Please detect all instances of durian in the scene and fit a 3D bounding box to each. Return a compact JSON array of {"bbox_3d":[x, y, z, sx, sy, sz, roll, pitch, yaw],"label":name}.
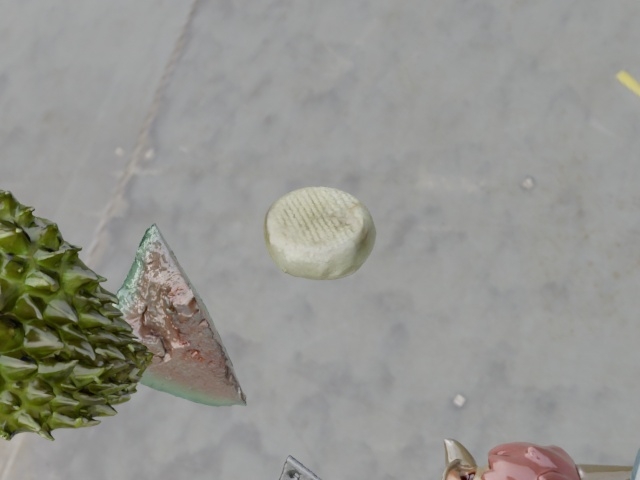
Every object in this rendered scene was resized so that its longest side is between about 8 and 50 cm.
[{"bbox_3d":[-0.279,0.022,0.805,0.157,0.355,0.169,-58,8,-15],"label":"durian"}]

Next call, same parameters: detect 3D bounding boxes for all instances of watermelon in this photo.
[{"bbox_3d":[-0.115,0.083,0.963,0.101,0.155,0.080,-41,43,-6],"label":"watermelon"}]

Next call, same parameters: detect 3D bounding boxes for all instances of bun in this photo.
[{"bbox_3d":[0.000,0.000,0.904,0.086,0.055,0.086,-2,42,2],"label":"bun"}]

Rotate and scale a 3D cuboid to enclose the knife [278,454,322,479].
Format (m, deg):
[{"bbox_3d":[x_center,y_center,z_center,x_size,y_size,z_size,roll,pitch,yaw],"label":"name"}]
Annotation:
[{"bbox_3d":[-0.030,0.265,0.871,0.072,0.019,0.245,34,124,26],"label":"knife"}]

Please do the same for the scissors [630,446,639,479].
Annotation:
[{"bbox_3d":[0.209,0.221,0.428,0.191,0.029,0.360,-58,40,13],"label":"scissors"}]

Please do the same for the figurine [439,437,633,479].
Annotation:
[{"bbox_3d":[0.158,0.275,1.214,0.387,0.207,0.166,-23,68,17],"label":"figurine"}]
